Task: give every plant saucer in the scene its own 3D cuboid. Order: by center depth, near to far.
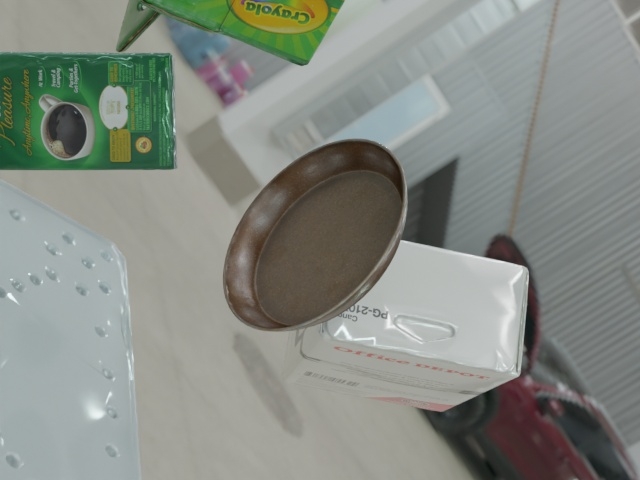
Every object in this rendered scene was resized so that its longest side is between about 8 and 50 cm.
[{"bbox_3d":[0.000,0.000,0.904,0.029,0.168,0.168,42,14,-37],"label":"plant saucer"}]

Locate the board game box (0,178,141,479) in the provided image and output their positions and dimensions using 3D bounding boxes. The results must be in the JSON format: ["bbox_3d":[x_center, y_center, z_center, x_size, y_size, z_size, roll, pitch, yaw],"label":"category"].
[{"bbox_3d":[-0.293,0.067,0.834,0.390,0.050,0.390,33,29,-35],"label":"board game box"}]

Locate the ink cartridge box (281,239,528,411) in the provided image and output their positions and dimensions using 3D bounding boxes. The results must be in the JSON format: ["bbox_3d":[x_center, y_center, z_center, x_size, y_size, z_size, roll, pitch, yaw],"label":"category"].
[{"bbox_3d":[0.069,0.079,1.093,0.237,0.172,0.100,122,-21,-72],"label":"ink cartridge box"}]

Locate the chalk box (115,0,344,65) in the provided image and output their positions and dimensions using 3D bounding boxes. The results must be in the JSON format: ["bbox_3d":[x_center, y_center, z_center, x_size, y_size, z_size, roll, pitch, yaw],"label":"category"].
[{"bbox_3d":[-0.051,-0.241,0.753,0.179,0.289,0.180,20,37,-17],"label":"chalk box"}]

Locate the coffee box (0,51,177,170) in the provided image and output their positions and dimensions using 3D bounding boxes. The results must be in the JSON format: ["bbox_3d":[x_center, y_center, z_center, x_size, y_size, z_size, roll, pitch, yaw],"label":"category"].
[{"bbox_3d":[-0.228,-0.122,1.137,0.040,0.184,0.113,-116,-155,-82],"label":"coffee box"}]
